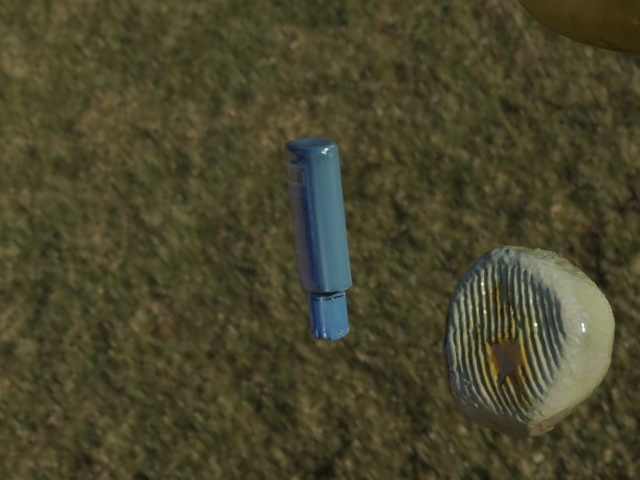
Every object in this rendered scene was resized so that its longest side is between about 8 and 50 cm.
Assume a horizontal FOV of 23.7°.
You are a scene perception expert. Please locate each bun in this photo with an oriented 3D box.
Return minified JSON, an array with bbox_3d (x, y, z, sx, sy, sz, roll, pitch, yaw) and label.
[{"bbox_3d":[0.265,0.123,1.937,0.243,0.153,0.244,-7,79,36],"label":"bun"}]

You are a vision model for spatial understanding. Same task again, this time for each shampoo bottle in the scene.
[{"bbox_3d":[0.000,0.000,1.977,0.061,0.259,0.104,-10,13,-20],"label":"shampoo bottle"}]

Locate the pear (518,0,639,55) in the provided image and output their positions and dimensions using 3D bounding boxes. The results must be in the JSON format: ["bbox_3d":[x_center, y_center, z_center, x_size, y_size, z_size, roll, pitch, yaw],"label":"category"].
[{"bbox_3d":[0.224,-0.243,0.962,0.271,0.271,0.271,-21,42,20],"label":"pear"}]
